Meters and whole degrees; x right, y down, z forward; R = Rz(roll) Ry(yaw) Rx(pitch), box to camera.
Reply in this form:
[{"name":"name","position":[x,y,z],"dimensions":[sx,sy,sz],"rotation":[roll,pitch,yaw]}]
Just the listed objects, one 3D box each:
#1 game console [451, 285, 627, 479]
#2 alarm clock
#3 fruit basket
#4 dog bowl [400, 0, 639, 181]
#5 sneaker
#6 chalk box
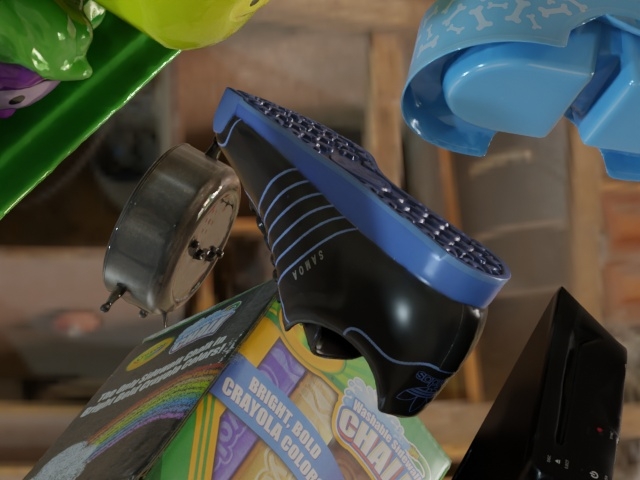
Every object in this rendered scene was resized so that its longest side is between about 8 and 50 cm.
[{"name":"game console","position":[0.062,0.201,0.758],"dimensions":[0.044,0.361,0.213],"rotation":[21,130,-2]},{"name":"alarm clock","position":[-0.102,-0.023,1.364],"dimensions":[0.064,0.192,0.129],"rotation":[25,-179,12]},{"name":"fruit basket","position":[-0.144,-0.201,1.260],"dimensions":[0.392,0.392,0.283],"rotation":[-3,129,-1]},{"name":"dog bowl","position":[0.208,-0.127,1.384],"dimensions":[0.297,0.074,0.166],"rotation":[9,151,-14]},{"name":"sneaker","position":[0.000,0.000,0.907],"dimensions":[0.081,0.232,0.090],"rotation":[18,106,-40]},{"name":"chalk box","position":[-0.052,0.152,1.158],"dimensions":[0.180,0.289,0.179],"rotation":[-25,107,41]}]
